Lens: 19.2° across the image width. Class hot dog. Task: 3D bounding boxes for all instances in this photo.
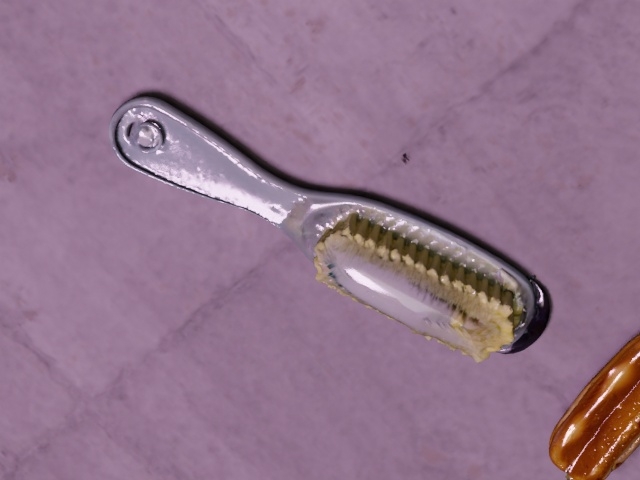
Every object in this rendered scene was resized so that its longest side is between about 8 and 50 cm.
[{"bbox_3d":[0.185,0.101,1.162,0.049,0.037,0.122,41,109,6],"label":"hot dog"}]

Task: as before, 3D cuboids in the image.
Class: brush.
[{"bbox_3d":[0.000,0.000,1.142,0.297,0.060,0.068,26,117,0],"label":"brush"}]
